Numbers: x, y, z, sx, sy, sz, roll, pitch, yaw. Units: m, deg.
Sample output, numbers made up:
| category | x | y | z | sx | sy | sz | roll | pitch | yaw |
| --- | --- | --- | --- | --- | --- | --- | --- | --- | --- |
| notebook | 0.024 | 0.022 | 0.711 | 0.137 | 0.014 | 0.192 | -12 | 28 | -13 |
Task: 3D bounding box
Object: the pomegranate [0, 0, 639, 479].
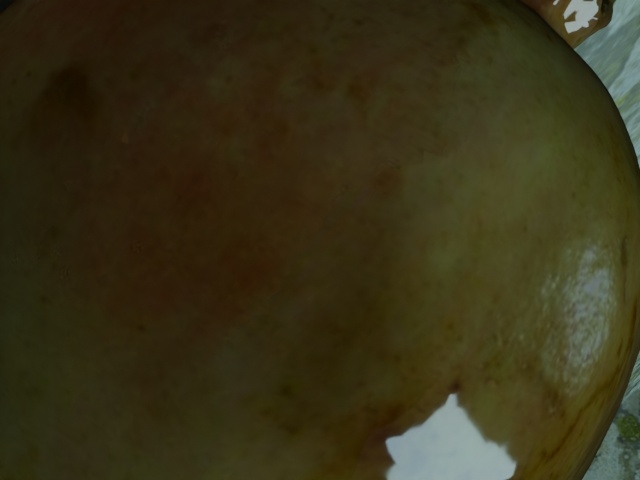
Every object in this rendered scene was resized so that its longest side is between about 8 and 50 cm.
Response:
| category | x | y | z | sx | sy | sz | roll | pitch | yaw |
| --- | --- | --- | --- | --- | --- | --- | --- | --- | --- |
| pomegranate | 0.000 | 0.000 | 0.431 | 0.270 | 0.229 | 0.252 | -51 | 156 | -2 |
